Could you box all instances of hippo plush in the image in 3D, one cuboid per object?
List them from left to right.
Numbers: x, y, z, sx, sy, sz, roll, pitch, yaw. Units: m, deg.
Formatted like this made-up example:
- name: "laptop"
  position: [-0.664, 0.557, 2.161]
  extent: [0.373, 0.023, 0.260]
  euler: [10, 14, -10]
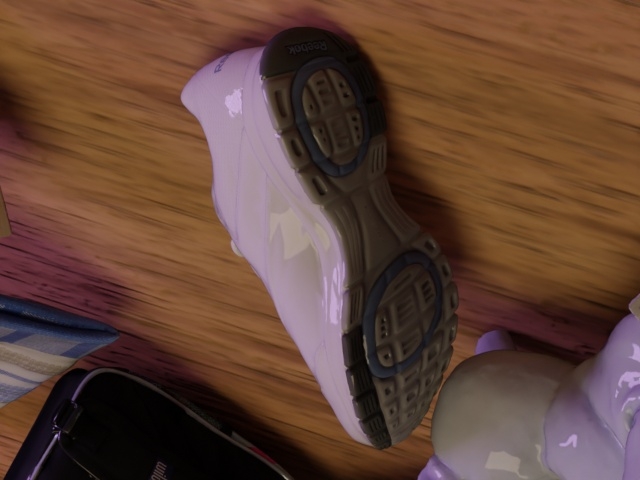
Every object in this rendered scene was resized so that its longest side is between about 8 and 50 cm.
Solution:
- name: "hippo plush"
  position: [0.177, 0.152, 1.216]
  extent: [0.236, 0.234, 0.294]
  euler: [-13, 127, 35]

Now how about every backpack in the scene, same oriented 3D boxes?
- name: "backpack"
  position: [-0.139, 0.245, 1.487]
  extent: [0.253, 0.225, 0.191]
  euler: [30, 161, -12]

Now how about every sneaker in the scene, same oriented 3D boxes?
- name: "sneaker"
  position: [0.000, 0.000, 1.238]
  extent: [0.129, 0.111, 0.297]
  euler: [1, 114, 48]

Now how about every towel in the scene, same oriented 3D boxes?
- name: "towel"
  position: [-0.312, 0.093, 1.473]
  extent: [0.209, 0.034, 0.285]
  euler: [16, 154, -29]

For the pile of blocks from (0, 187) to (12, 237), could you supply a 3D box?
- name: "pile of blocks"
  position: [-0.350, -0.138, 1.301]
  extent: [0.362, 0.149, 0.112]
  euler: [52, 177, -15]
